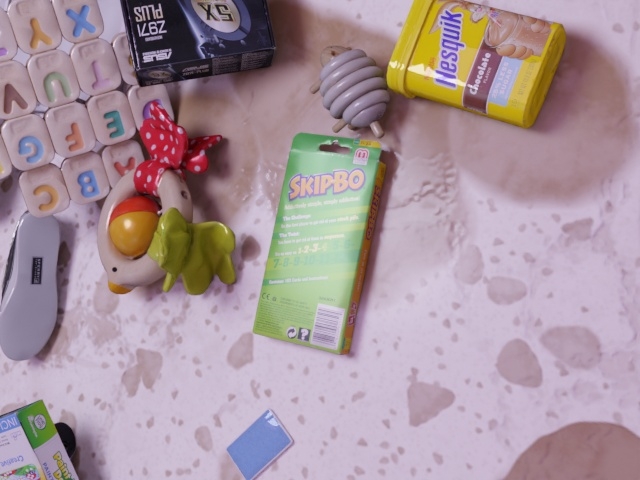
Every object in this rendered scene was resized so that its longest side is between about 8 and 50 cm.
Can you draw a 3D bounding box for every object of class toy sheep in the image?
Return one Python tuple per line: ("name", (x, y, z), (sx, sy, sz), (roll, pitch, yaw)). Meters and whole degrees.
("toy sheep", (0.041, -0.179, 0.973), (0.091, 0.091, 0.132), (-34, 84, 17))

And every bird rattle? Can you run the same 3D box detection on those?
("bird rattle", (-0.223, -0.039, 1.048), (0.207, 0.143, 0.253), (-29, 69, 26))

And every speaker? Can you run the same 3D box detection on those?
("speaker", (-0.412, 0.296, 1.127), (0.136, 0.055, 0.055), (-19, 75, 22))

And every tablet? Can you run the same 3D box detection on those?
("tablet", (-0.077, 0.256, 1.004), (0.083, 0.006, 0.054), (-44, 67, 12))

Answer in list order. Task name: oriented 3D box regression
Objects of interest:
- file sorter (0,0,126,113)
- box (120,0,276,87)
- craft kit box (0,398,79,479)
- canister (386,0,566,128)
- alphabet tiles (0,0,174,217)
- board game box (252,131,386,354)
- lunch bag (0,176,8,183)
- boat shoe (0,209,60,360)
("file sorter", (-0.437, -0.298, 1.161), (0.277, 0.173, 0.193), (9, 87, 25))
("box", (-0.160, -0.289, 1.029), (0.180, 0.077, 0.147), (-10, 85, -9))
("craft kit box", (-0.422, 0.362, 1.073), (0.250, 0.061, 0.247), (-22, 90, 25))
("canister", (0.178, -0.208, 0.918), (0.170, 0.073, 0.126), (22, 92, 24))
("alphabet tiles", (-0.338, -0.178, 1.049), (0.021, 0.284, 0.278), (28, 134, 56))
("board game box", (0.000, 0.000, 0.990), (0.124, 0.039, 0.259), (10, 90, 25))
("lunch bag", (-0.625, -0.167, 1.186), (0.303, 0.243, 0.115), (14, 56, 27))
("boat shoe", (-0.420, 0.062, 1.162), (0.070, 0.078, 0.219), (11, 91, 60))
